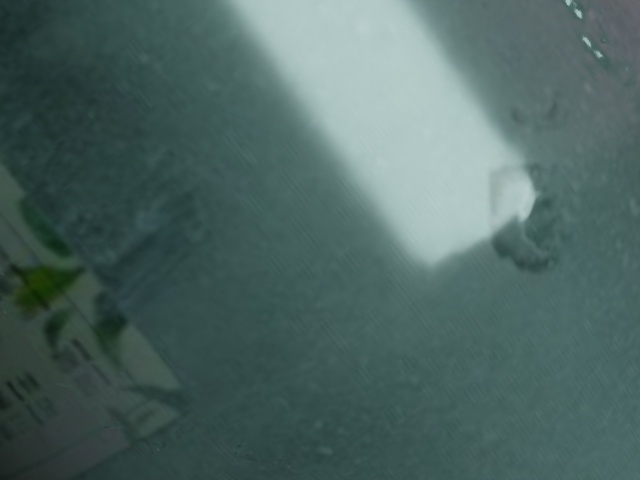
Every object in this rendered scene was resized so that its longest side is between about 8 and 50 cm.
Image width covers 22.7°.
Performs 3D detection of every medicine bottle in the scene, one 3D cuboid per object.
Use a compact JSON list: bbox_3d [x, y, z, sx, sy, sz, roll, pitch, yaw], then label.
[{"bbox_3d":[0.000,0.000,0.453,0.290,0.245,0.245,52,54,-8],"label":"medicine bottle"}]
